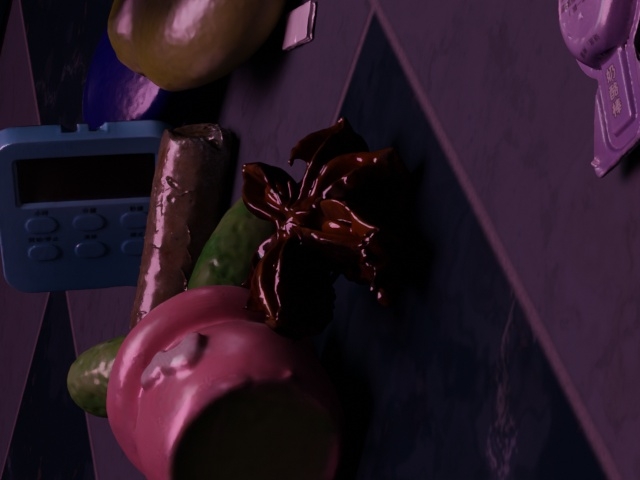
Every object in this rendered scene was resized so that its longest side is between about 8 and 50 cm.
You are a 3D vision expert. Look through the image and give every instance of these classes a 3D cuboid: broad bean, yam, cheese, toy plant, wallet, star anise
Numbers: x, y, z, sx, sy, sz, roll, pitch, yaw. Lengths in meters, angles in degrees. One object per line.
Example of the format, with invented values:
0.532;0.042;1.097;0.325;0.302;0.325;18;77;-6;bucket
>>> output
-0.136;-0.281;2.041;0.291;0.119;0.238;-30;47;40;broad bean
-0.165;-0.013;2.136;0.093;0.093;0.259;-154;73;-70;yam
0.199;-0.144;1.232;0.105;0.042;0.191;129;143;-58;cheese
-0.087;0.120;1.741;0.317;0.210;0.356;-46;21;3;toy plant
-0.024;-0.232;1.939;0.083;0.011;0.044;172;105;-69;wallet
0.000;0.000;1.598;0.190;0.126;0.220;-15;50;27;star anise

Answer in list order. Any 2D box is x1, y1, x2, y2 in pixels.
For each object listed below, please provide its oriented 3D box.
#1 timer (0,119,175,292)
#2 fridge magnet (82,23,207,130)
-0.289;-0.046;2.229;0.250;0.231;0.091;94;170;-54;timer
-0.214;-0.231;2.272;0.265;0.112;0.265;-39;39;41;fridge magnet
